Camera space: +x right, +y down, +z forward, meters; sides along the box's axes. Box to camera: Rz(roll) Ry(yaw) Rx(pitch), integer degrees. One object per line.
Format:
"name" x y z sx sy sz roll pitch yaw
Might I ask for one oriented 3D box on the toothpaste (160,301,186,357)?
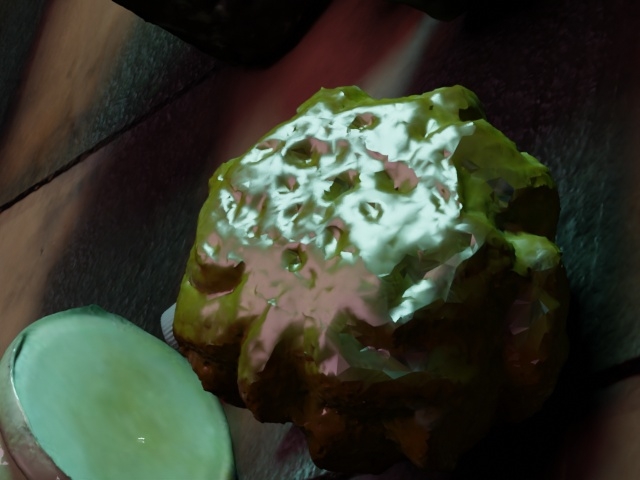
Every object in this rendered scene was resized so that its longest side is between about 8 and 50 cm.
"toothpaste" -0.001 -0.002 1.360 0.282 0.068 0.099 -33 65 23

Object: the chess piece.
"chess piece" -0.224 0.216 1.389 0.330 0.182 0.182 -47 28 33

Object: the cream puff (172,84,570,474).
"cream puff" 0.035 0.023 1.111 0.196 0.244 0.244 105 -173 -72

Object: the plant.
"plant" -0.135 -0.307 1.620 0.213 0.312 0.215 -50 25 8

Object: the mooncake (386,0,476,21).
"mooncake" 0.139 -0.296 1.238 0.394 0.246 0.393 -43 25 21
